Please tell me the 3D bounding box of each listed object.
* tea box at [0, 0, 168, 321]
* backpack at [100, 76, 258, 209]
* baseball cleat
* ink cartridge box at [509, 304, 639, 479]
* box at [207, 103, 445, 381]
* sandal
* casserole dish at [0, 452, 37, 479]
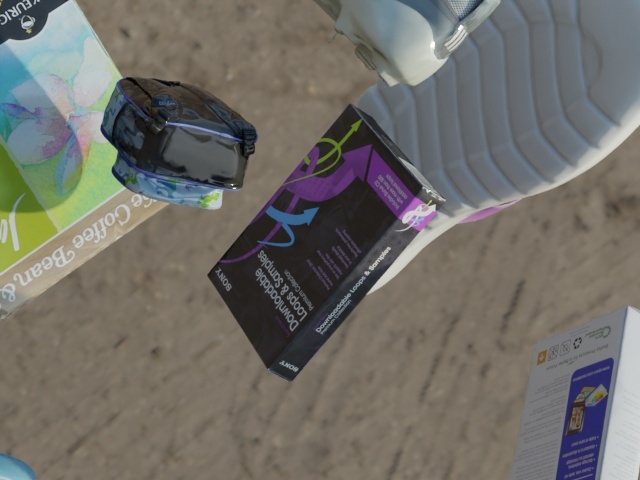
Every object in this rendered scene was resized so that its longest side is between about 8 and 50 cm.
[{"bbox_3d":[-0.360,-0.092,1.497,0.329,0.220,0.324,-37,108,-18],"label":"tea box"},{"bbox_3d":[-0.119,-0.078,1.292,0.105,0.084,0.114,9,23,-34],"label":"backpack"},{"bbox_3d":[0.024,-0.166,0.893,0.206,0.109,0.072,51,3,33],"label":"baseball cleat"},{"bbox_3d":[0.289,0.266,1.882,0.069,0.175,0.371,29,59,-20],"label":"ink cartridge box"},{"bbox_3d":[0.000,0.000,1.106,0.029,0.162,0.116,29,15,-40],"label":"box"},{"bbox_3d":[0.120,-0.085,1.280,0.102,0.416,0.169,0,67,-44],"label":"sandal"},{"bbox_3d":[-0.319,0.227,1.364,0.188,0.114,0.037,16,6,-25],"label":"casserole dish"}]
